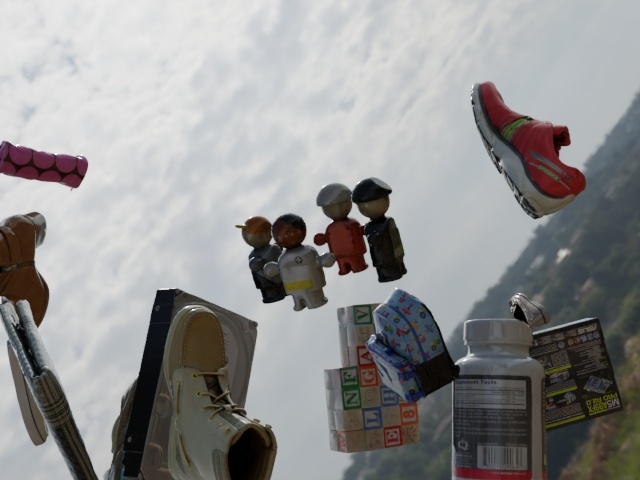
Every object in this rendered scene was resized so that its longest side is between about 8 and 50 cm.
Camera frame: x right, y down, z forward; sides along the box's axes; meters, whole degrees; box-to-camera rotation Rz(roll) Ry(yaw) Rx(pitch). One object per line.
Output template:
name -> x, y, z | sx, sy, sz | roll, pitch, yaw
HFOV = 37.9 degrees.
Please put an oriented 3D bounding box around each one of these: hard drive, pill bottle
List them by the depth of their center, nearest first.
hard drive -> -0.230, 0.280, 1.694 | 0.237, 0.064, 0.339 | 31, -117, -47
pill bottle -> 0.336, 0.312, 1.759 | 0.176, 0.176, 0.318 | 59, -148, -78

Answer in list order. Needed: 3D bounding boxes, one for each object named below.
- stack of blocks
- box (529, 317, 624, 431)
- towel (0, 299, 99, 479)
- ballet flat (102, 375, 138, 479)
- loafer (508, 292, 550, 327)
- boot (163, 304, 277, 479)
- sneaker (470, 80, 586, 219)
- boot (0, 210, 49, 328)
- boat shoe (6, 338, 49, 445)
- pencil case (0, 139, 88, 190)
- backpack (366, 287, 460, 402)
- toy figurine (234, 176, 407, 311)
stack of blocks -> 0.101, 0.282, 1.943 | 0.171, 0.297, 0.087 | -2, -7, -23
box -> 0.517, 0.308, 2.082 | 0.270, 0.216, 0.060 | -14, -3, -7
towel -> -0.436, 0.273, 1.547 | 0.056, 0.324, 0.312 | -25, -61, -19
ballet flat -> -0.385, 0.430, 1.896 | 0.124, 0.116, 0.342 | -32, 42, 30
loafer -> 0.345, 0.120, 1.587 | 0.039, 0.045, 0.125 | -26, 13, -9
boot -> -0.139, 0.225, 1.281 | 0.203, 0.095, 0.262 | 0, 87, 58
sneaker -> 0.314, -0.148, 1.408 | 0.118, 0.279, 0.107 | -27, -40, 7
boot -> -0.628, 0.088, 1.876 | 0.220, 0.109, 0.283 | -64, -10, -74
boat shoe -> -0.657, 0.345, 2.163 | 0.088, 0.267, 0.096 | -12, 9, -14
pencil case -> -0.650, -0.175, 2.151 | 0.209, 0.098, 0.095 | 12, -69, -39
backpack -> 0.152, 0.179, 1.663 | 0.117, 0.158, 0.173 | -30, -60, -15
toy figurine -> 0.000, 0.000, 1.342 | 0.210, 0.148, 0.213 | -18, 9, -19
